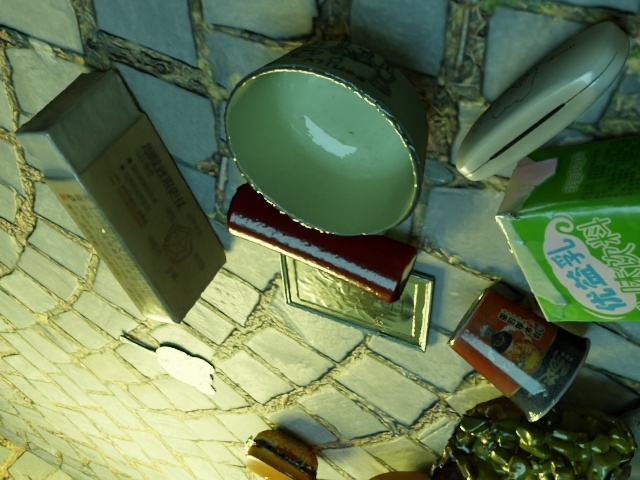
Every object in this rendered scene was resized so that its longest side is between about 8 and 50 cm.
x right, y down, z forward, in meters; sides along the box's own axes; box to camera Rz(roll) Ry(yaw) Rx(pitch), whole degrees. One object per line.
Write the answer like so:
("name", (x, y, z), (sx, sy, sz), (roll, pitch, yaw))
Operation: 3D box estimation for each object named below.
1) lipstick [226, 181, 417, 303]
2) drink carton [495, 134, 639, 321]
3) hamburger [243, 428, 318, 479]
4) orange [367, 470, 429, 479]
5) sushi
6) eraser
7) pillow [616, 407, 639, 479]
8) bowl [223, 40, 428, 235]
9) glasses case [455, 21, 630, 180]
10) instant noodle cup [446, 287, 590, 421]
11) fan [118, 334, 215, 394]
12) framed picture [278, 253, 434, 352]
("lipstick", (0.000, 0.000, 0.893), (0.241, 0.080, 0.080), (23, 143, 11))
("drink carton", (0.315, -0.013, 0.635), (0.271, 0.108, 0.161), (-6, 130, 39))
("hamburger", (-0.081, 0.455, 1.474), (0.166, 0.087, 0.137), (30, 144, 3))
("orange", (0.165, 0.570, 1.268), (0.312, 0.312, 0.312), (19, 142, 15))
("sushi", (0.276, 0.286, 0.956), (0.296, 0.179, 0.167), (1, 103, 45))
("eraser", (-0.255, -0.048, 0.961), (0.078, 0.144, 0.343), (5, 136, 33))
("pillow", (0.423, 0.287, 0.969), (0.130, 0.038, 0.233), (40, 145, -3))
("bowl", (0.019, -0.115, 0.717), (0.211, 0.112, 0.211), (19, 143, 15))
("glasses case", (0.189, -0.118, 0.627), (0.049, 0.074, 0.193), (34, 144, -10))
("instant noodle cup", (0.234, 0.130, 0.859), (0.135, 0.127, 0.127), (35, 144, 10))
("fan", (-0.316, 0.246, 1.458), (0.226, 0.008, 0.152), (24, 144, 8))
("framed picture", (0.046, 0.075, 1.004), (0.231, 0.010, 0.173), (16, 141, 18))
